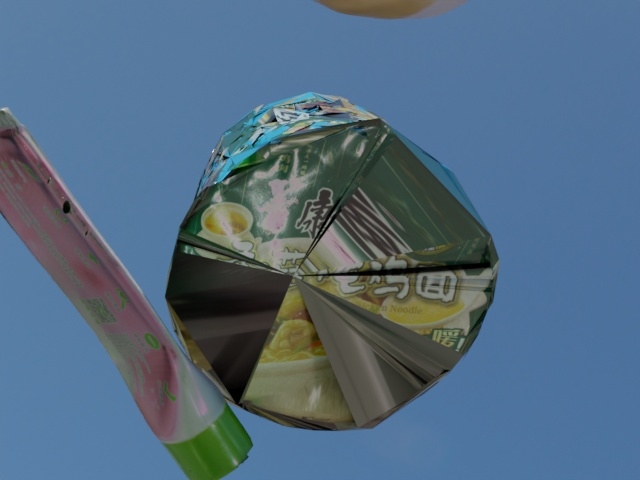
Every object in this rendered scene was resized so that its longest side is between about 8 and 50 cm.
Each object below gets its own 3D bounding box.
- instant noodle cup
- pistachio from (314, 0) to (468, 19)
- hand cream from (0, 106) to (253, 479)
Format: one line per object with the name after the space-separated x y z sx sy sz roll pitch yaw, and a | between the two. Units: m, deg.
0.000 0.000 1.121 0.240 0.178 0.240 -2 -68 -4 | instant noodle cup
0.033 -0.242 0.886 0.238 0.321 0.229 -14 -83 9 | pistachio
-0.136 0.035 0.932 0.079 0.050 0.275 -22 -68 26 | hand cream
